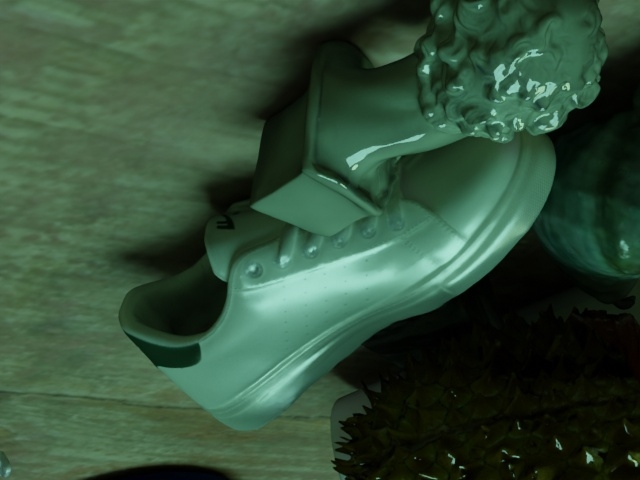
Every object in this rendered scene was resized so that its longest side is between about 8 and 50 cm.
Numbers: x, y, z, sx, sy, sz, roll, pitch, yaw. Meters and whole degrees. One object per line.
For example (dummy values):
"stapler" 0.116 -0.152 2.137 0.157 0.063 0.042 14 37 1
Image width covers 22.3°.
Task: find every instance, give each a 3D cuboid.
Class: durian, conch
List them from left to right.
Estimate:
"durian" 0.208 0.217 1.289 0.384 0.347 0.347 -11 157 22
"conch" 0.266 -0.044 1.232 0.220 0.195 0.277 -22 141 -48

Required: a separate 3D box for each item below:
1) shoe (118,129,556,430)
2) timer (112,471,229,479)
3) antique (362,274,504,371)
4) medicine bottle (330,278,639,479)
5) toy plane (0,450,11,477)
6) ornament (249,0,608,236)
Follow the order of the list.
"shoe" 0.000 0.000 1.233 0.363 0.132 0.160 -38 125 25
"timer" -0.174 0.468 1.734 0.270 0.383 0.270 -12 154 -6
"antique" 0.084 0.051 1.395 0.088 0.086 0.183 -25 152 18
"medicine bottle" 0.216 0.166 1.548 0.379 0.213 0.213 -23 153 16
"toy plane" -0.394 0.197 1.394 0.252 0.118 0.252 -10 155 -5
"ornament" 0.059 -0.090 1.063 0.285 0.130 0.120 -33 136 32
